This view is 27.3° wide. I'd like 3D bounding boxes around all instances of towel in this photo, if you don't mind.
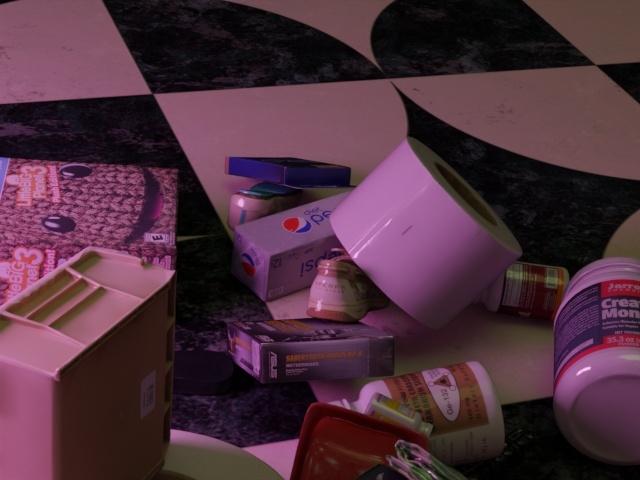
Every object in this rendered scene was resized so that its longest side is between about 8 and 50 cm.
[{"bbox_3d":[0.240,0.339,1.485,0.325,0.038,0.248,32,-5,28],"label":"towel"}]

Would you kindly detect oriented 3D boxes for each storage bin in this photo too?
[{"bbox_3d":[-0.270,0.177,1.469,0.123,0.262,0.260,15,29,19],"label":"storage bin"}]

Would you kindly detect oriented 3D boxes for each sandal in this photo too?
[{"bbox_3d":[-0.247,0.172,1.824,0.254,0.054,0.097,-4,34,-17],"label":"sandal"}]

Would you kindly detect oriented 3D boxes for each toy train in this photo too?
[{"bbox_3d":[0.231,0.290,1.767,0.036,0.027,0.158,29,38,35],"label":"toy train"}]

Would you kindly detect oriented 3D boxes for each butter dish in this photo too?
[{"bbox_3d":[0.033,0.295,1.579,0.160,0.160,0.118,16,14,13],"label":"butter dish"}]

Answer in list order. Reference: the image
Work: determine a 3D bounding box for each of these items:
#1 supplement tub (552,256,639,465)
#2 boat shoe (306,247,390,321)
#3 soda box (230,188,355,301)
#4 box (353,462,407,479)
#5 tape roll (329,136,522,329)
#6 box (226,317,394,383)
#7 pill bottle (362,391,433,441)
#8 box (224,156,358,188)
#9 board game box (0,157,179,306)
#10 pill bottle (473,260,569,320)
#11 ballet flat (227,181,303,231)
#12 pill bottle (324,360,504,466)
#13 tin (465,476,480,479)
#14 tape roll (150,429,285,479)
[{"bbox_3d":[0.423,0.164,1.850,0.191,0.191,0.272,10,33,4],"label":"supplement tub"},{"bbox_3d":[0.049,0.056,1.959,0.104,0.089,0.285,6,8,9],"label":"boat shoe"},{"bbox_3d":[0.000,0.000,2.105,0.286,0.091,0.098,-19,41,-34],"label":"soda box"},{"bbox_3d":[0.122,0.383,1.462,0.232,0.183,0.059,30,40,32],"label":"box"},{"bbox_3d":[0.157,-0.012,1.958,0.246,0.169,0.246,43,13,-12],"label":"tape roll"},{"bbox_3d":[-0.019,0.147,1.814,0.183,0.056,0.231,-3,5,-14],"label":"box"},{"bbox_3d":[0.095,0.223,1.626,0.083,0.043,0.043,26,35,4],"label":"pill bottle"},{"bbox_3d":[-0.046,-0.116,2.230,0.136,0.036,0.225,-2,11,-36],"label":"box"},{"bbox_3d":[-0.363,-0.002,1.989,0.291,0.141,0.232,3,33,-8],"label":"board game box"},{"bbox_3d":[0.306,0.074,2.059,0.152,0.086,0.086,8,33,1],"label":"pill bottle"},{"bbox_3d":[-0.093,-0.052,2.166,0.086,0.086,0.248,18,12,15],"label":"ballet flat"},{"bbox_3d":[0.112,0.241,1.715,0.229,0.131,0.131,-11,36,-9],"label":"pill bottle"},{"bbox_3d":[0.209,0.368,1.637,0.106,0.040,0.189,-14,39,-36],"label":"tin"},{"bbox_3d":[-0.207,0.351,1.505,0.392,0.072,0.392,4,26,-2],"label":"tape roll"}]
